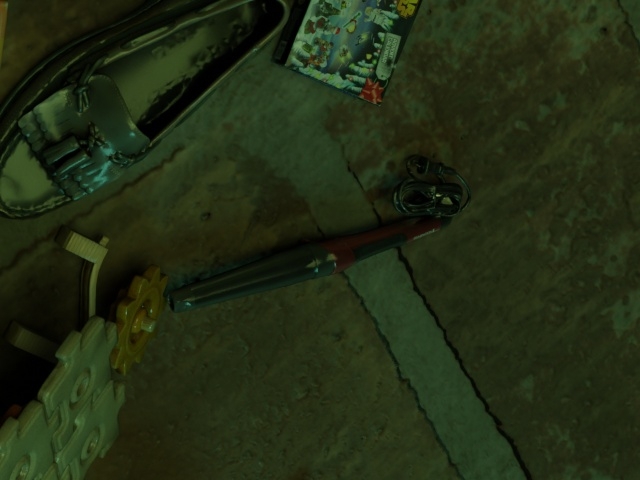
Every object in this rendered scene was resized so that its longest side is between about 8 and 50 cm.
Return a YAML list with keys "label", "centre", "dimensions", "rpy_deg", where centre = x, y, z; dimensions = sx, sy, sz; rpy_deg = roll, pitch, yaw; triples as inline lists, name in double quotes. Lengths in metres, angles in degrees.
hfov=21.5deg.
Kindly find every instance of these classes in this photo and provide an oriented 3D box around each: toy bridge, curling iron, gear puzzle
- label: "toy bridge"
  centre: [-0.206, 0.080, 1.266]
  dimensions: [0.063, 0.026, 0.188]
  rpy_deg: [29, 89, -32]
- label: "curling iron"
  centre: [0.000, 0.000, 1.345]
  dimensions: [0.274, 0.035, 0.068]
  rpy_deg: [-23, 109, -21]
- label: "gear puzzle"
  centre: [-0.201, 0.138, 1.196]
  dimensions: [0.339, 0.044, 0.175]
  rpy_deg: [-58, 162, -34]

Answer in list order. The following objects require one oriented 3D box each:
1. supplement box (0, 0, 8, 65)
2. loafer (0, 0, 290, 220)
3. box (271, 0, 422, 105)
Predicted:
- label: "supplement box"
  centre: [-0.273, -0.059, 1.165]
  dimensions: [0.078, 0.080, 0.233]
  rpy_deg: [4, 103, -26]
- label: "loafer"
  centre: [-0.136, -0.110, 1.217]
  dimensions: [0.267, 0.084, 0.096]
  rpy_deg: [-41, 118, -12]
- label: "box"
  centre: [0.030, -0.185, 1.314]
  dimensions: [0.094, 0.027, 0.137]
  rpy_deg: [19, 94, -31]
